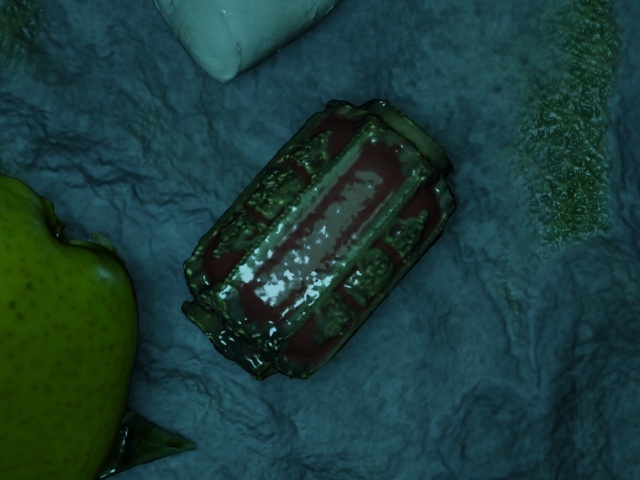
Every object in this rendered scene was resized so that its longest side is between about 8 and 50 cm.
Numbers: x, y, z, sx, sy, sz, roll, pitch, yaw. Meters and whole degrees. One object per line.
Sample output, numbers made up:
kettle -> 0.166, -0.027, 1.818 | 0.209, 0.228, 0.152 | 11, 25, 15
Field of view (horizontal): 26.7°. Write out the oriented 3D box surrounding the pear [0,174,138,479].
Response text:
pear -> -0.324, 0.141, 1.069 | 0.386, 0.191, 0.340 | -43, 122, 13

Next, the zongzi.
zongzi -> -0.193, 0.209, 1.251 | 0.119, 0.055, 0.109 | 31, 85, -6

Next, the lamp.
lamp -> 0.000, 0.000, 1.223 | 0.177, 0.177, 0.274 | 42, 83, 0

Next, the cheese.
cheese -> -0.068, -0.267, 1.240 | 0.189, 0.154, 0.198 | -28, 88, -10
